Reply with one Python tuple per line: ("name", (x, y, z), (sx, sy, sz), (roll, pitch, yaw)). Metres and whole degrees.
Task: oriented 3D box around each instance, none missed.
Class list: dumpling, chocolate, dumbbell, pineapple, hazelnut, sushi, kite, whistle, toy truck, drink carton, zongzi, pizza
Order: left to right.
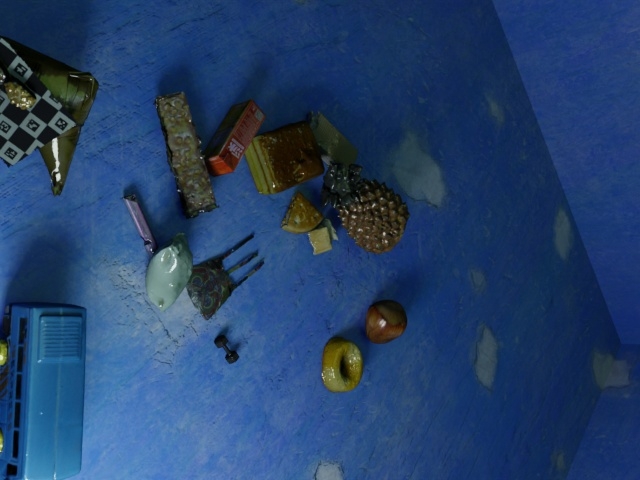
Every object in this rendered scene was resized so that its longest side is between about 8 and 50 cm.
("sushi", (-0.677, -0.302, 1.452), (0.280, 0.192, 0.043), (56, 9, -25))
("zongzi", (-0.654, -0.275, 1.540), (0.260, 0.123, 0.289), (21, 93, -28))
("toy truck", (-0.592, 0.322, 1.469), (0.161, 0.162, 0.385), (8, 79, -47))
("whistle", (-0.448, -0.035, 1.756), (0.033, 0.033, 0.177), (-34, 109, -43))
("dumpling", (-0.365, 0.076, 1.760), (0.149, 0.104, 0.217), (-14, 129, -48))
("chocolate", (-0.359, -0.224, 1.848), (0.102, 0.065, 0.330), (-16, 98, -13))
("dumbbell", (-0.257, 0.298, 1.908), (0.036, 0.040, 0.083), (-35, 113, -10))
("kite", (-0.259, 0.090, 1.947), (0.285, 0.015, 0.152), (-40, 113, -41))
("drink carton", (-0.245, -0.287, 1.952), (0.071, 0.096, 0.223), (47, 54, -32))
("pizza", (-0.064, -0.084, 2.151), (0.178, 0.041, 0.131), (-32, 105, -41))
("pineapple", (0.114, -0.128, 2.239), (0.357, 0.222, 0.223), (39, 58, -28))
("hazelnut", (0.214, 0.275, 2.343), (0.150, 0.150, 0.151), (7, 80, -45))

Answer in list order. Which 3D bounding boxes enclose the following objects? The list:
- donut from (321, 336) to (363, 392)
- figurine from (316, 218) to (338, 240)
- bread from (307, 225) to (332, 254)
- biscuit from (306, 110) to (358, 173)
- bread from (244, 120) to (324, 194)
("donut", (0.074, 0.396, 2.216), (0.162, 0.065, 0.179), (3, 83, -45))
("figurine", (0.019, -0.025, 2.233), (0.050, 0.047, 0.083), (-33, 104, -32))
("bread", (0.000, 0.000, 2.196), (0.070, 0.035, 0.083), (-22, 103, -10))
("biscuit", (0.029, -0.312, 2.264), (0.239, 0.061, 0.108), (40, 58, -35))
("bread", (-0.105, -0.248, 2.083), (0.234, 0.110, 0.184), (-29, 105, -43))
